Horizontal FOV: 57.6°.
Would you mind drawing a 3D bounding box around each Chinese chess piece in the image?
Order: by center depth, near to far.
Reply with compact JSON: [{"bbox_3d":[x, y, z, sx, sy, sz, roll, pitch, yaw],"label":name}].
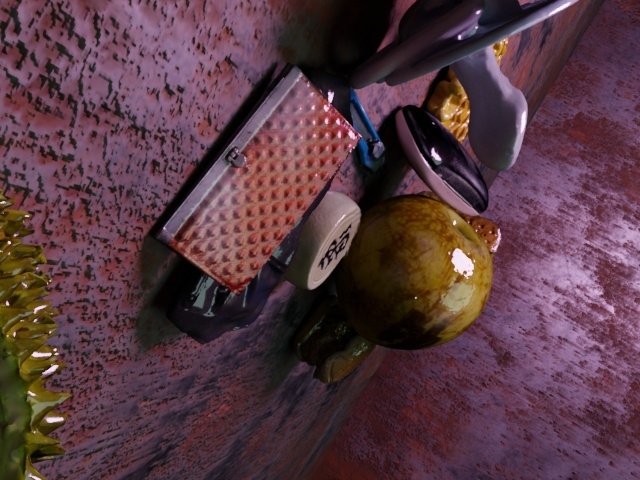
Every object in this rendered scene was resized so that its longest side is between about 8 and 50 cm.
[{"bbox_3d":[0.000,0.000,0.806,0.144,0.058,0.144,-52,163,-23],"label":"Chinese chess piece"}]

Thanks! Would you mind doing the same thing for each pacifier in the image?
[{"bbox_3d":[0.158,-0.170,0.630,0.227,0.207,0.279,-27,-165,7],"label":"pacifier"}]

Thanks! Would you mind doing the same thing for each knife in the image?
[{"bbox_3d":[0.058,-0.139,0.787,0.044,0.026,0.296,-47,164,4],"label":"knife"}]

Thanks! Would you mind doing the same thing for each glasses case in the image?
[{"bbox_3d":[0.210,-0.126,0.977,0.075,0.122,0.314,-30,153,22],"label":"glasses case"}]

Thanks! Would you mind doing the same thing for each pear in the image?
[{"bbox_3d":[0.152,0.061,1.005,0.283,0.283,0.284,-51,162,-24],"label":"pear"}]

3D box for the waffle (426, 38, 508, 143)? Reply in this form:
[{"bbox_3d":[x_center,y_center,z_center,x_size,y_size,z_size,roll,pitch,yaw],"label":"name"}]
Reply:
[{"bbox_3d":[0.260,-0.257,1.093,0.309,0.065,0.283,-60,162,22],"label":"waffle"}]

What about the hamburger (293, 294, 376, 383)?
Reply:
[{"bbox_3d":[0.032,0.200,1.123,0.159,0.131,0.185,-51,166,-11],"label":"hamburger"}]

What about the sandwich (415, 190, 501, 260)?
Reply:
[{"bbox_3d":[0.301,-0.009,1.355,0.087,0.226,0.251,-53,162,-9],"label":"sandwich"}]

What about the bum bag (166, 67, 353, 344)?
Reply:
[{"bbox_3d":[-0.046,-0.030,0.605,0.310,0.074,0.137,-59,153,0],"label":"bum bag"}]

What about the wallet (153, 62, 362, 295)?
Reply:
[{"bbox_3d":[-0.052,-0.052,0.529,0.103,0.020,0.196,42,81,-32],"label":"wallet"}]

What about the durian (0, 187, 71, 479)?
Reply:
[{"bbox_3d":[-0.253,0.131,0.302,0.169,0.157,0.356,41,78,-37],"label":"durian"}]
